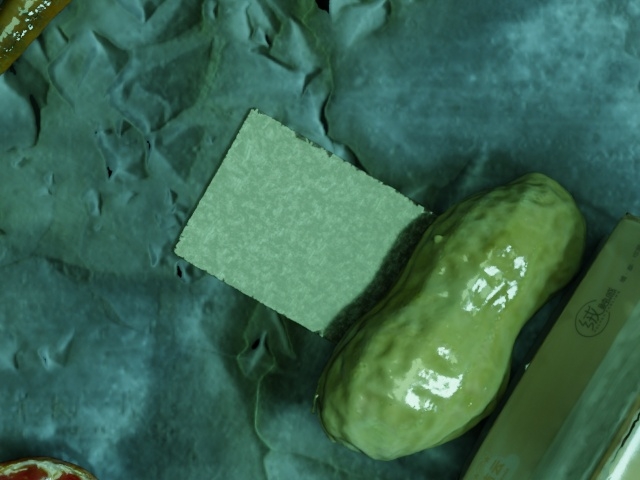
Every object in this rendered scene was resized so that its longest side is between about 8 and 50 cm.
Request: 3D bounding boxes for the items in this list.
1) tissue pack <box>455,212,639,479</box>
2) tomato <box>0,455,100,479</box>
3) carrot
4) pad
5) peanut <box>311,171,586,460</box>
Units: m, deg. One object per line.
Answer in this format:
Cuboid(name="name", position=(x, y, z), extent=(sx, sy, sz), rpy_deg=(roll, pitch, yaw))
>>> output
Cuboid(name="tissue pack", position=(0.262, 0.151, 1.126), extent=(0.238, 0.238, 0.306), rpy_deg=(32, 87, -5))
Cuboid(name="tomato", position=(-0.247, 0.263, 1.124), extent=(0.155, 0.069, 0.156), rpy_deg=(0, 89, -3))
Cuboid(name="carrot", position=(-0.255, -0.218, 1.142), extent=(0.055, 0.055, 0.161), rpy_deg=(41, 92, -4))
Cuboid(name="pad", position=(0.000, 0.000, 1.189), extent=(0.235, 0.003, 0.158), rpy_deg=(29, 86, -5))
Cuboid(name="peanut", position=(0.123, 0.067, 1.137), extent=(0.149, 0.149, 0.313), rpy_deg=(37, 77, -5))
